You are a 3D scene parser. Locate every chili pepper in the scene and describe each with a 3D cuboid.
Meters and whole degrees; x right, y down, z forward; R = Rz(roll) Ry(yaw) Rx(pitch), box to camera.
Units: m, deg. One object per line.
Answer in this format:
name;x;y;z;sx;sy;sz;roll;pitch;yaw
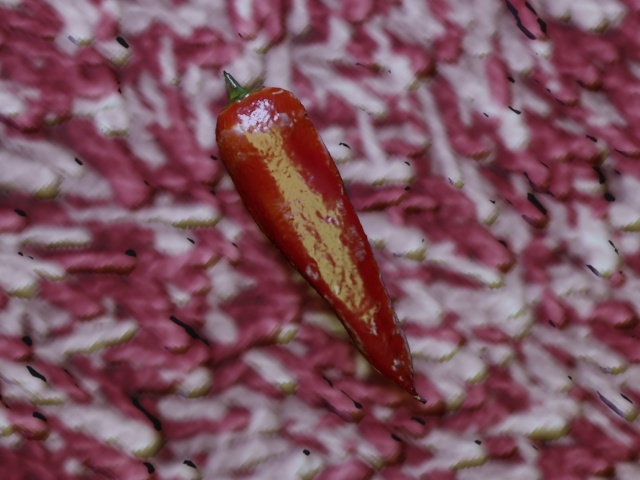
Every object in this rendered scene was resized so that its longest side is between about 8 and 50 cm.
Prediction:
chili pepper;0.000;0.000;0.674;0.045;0.027;0.178;-28;92;-3
